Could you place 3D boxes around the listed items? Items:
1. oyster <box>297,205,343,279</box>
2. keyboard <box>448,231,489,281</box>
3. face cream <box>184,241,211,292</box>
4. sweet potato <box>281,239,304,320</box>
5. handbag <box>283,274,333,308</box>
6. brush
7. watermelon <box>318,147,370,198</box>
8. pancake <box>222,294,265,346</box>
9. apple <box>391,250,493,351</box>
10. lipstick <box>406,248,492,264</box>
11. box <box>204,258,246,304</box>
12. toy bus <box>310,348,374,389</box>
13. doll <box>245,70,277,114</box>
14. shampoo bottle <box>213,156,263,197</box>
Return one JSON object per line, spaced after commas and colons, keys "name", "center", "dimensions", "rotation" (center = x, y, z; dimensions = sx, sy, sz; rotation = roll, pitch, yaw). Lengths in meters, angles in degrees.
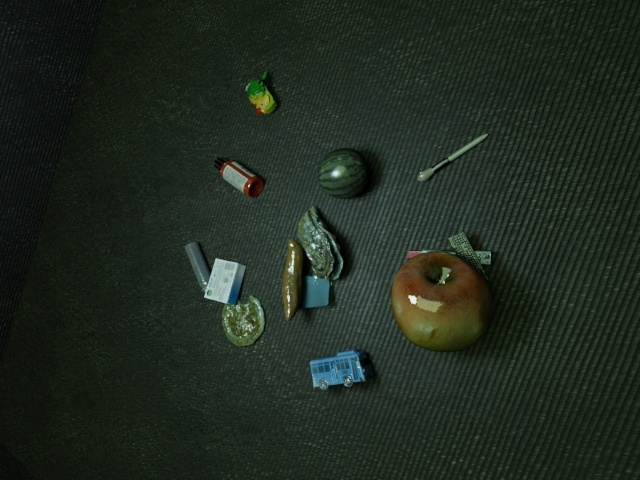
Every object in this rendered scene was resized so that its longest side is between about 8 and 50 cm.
{"name": "oyster", "center": [-0.004, -0.003, 1.754], "dimensions": [0.162, 0.158, 0.350], "rotation": [-30, 61, 23]}
{"name": "keyboard", "center": [0.531, 0.068, 1.495], "dimensions": [0.064, 0.010, 0.197], "rotation": [-29, 81, 25]}
{"name": "face cream", "center": [-0.591, 0.142, 2.062], "dimensions": [0.073, 0.073, 0.283], "rotation": [-34, 72, 20]}
{"name": "sweet potato", "center": [-0.121, 0.172, 1.764], "dimensions": [0.092, 0.114, 0.340], "rotation": [3, 77, 4]}
{"name": "handbag", "center": [-0.053, 0.222, 1.806], "dimensions": [0.222, 0.057, 0.143], "rotation": [-9, 74, 26]}
{"name": "brush", "center": [0.500, -0.319, 1.588], "dimensions": [0.299, 0.039, 0.042], "rotation": [-35, 70, 18]}
{"name": "watermelon", "center": [0.093, -0.271, 1.692], "dimensions": [0.213, 0.212, 0.211], "rotation": [-3, 84, 26]}
{"name": "pancake", "center": [-0.365, 0.372, 1.951], "dimensions": [0.254, 0.037, 0.253], "rotation": [-4, 81, 26]}
{"name": "apple", "center": [0.409, 0.216, 1.437], "dimensions": [0.340, 0.304, 0.338], "rotation": [-6, 43, 5]}
{"name": "lipstick", "center": [0.473, 0.056, 1.559], "dimensions": [0.313, 0.051, 0.051], "rotation": [3, 93, 27]}
{"name": "box", "center": [-0.450, 0.195, 1.970], "dimensions": [0.140, 0.073, 0.193], "rotation": [9, 80, 28]}
{"name": "toy bus", "center": [0.086, 0.517, 1.673], "dimensions": [0.234, 0.116, 0.133], "rotation": [-17, 75, 26]}
{"name": "doll", "center": [-0.272, -0.684, 1.962], "dimensions": [0.135, 0.106, 0.186], "rotation": [-24, 75, 12]}
{"name": "shampoo bottle", "center": [-0.403, -0.315, 1.993], "dimensions": [0.278, 0.104, 0.104], "rotation": [36, 101, 24]}
